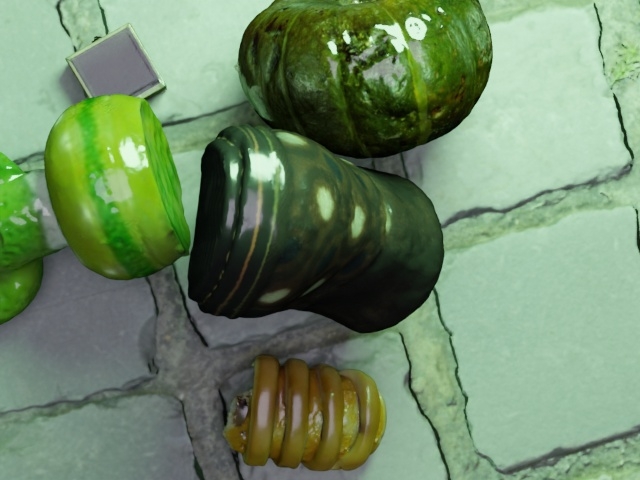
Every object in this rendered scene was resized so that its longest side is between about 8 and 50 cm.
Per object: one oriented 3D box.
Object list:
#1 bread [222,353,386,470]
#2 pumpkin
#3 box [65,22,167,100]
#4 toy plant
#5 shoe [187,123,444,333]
[{"bbox_3d":[-0.015,0.186,1.259,0.177,0.084,0.119,7,91,-9],"label":"bread"},{"bbox_3d":[0.048,-0.198,1.171,0.260,0.260,0.189,-20,122,-5],"label":"pumpkin"},{"bbox_3d":[-0.217,-0.179,1.256,0.079,0.035,0.083,-31,94,-4],"label":"box"},{"bbox_3d":[-0.304,-0.028,1.190,0.316,0.184,0.224,-17,114,4],"label":"toy plant"},{"bbox_3d":[0.000,0.000,1.106,0.237,0.384,0.171,7,83,-5],"label":"shoe"}]
